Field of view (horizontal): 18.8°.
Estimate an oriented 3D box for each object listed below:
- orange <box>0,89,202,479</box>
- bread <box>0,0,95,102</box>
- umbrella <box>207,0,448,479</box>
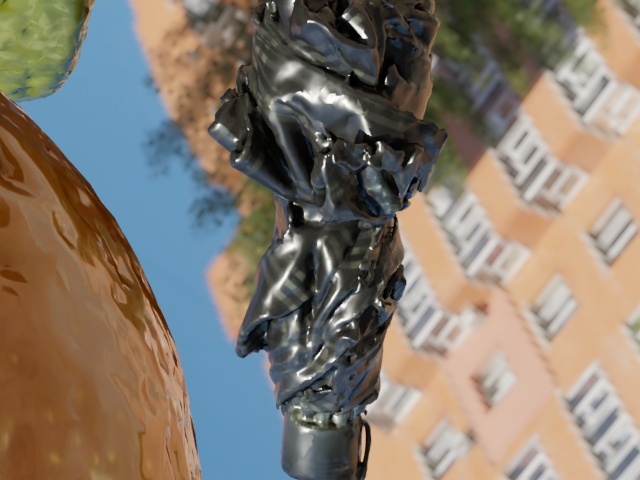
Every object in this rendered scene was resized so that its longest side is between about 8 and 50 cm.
[{"bbox_3d":[-0.190,0.104,0.534,0.293,0.340,0.340,64,-157,-11],"label":"orange"},{"bbox_3d":[-0.292,-0.249,1.258,0.308,0.348,0.348,1,-146,-11],"label":"bread"},{"bbox_3d":[-0.010,-0.006,1.205,0.128,0.336,0.154,-18,-139,-43],"label":"umbrella"}]
